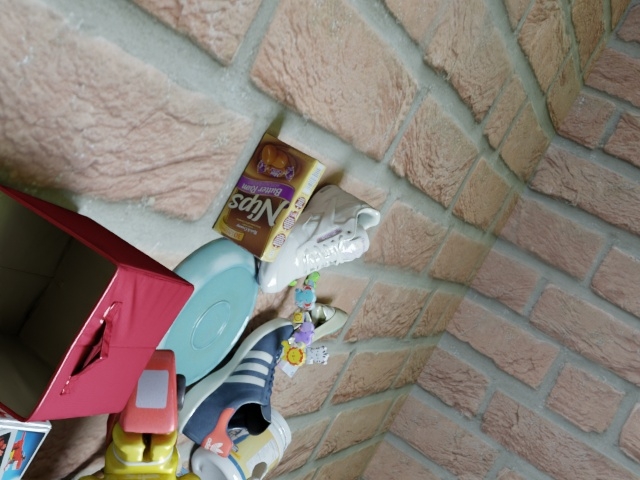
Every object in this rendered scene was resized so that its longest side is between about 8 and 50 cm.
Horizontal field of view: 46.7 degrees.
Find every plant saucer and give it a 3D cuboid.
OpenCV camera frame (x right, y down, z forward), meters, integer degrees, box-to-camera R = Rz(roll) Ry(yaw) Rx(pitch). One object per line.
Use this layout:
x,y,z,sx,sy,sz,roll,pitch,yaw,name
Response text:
-0.207,0.143,1.319,0.317,0.043,0.318,-44,153,-30,plant saucer

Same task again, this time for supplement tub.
-0.173,0.471,1.653,0.199,0.144,0.144,-35,147,-45,supplement tub

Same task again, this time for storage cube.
-0.290,0.074,0.829,0.184,0.215,0.193,-60,163,-1,storage cube

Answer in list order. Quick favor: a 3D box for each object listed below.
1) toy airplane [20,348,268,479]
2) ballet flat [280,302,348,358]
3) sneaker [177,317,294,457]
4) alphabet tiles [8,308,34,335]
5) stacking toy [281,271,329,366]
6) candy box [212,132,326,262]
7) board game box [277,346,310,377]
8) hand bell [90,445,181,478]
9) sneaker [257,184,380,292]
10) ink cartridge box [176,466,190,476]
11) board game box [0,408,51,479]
-0.272,0.401,1.078,0.386,0.384,0.272,-38,-163,-9,toy airplane
-0.019,0.192,1.726,0.248,0.086,0.086,-30,144,-48,ballet flat
-0.133,0.294,1.477,0.350,0.148,0.131,-42,164,-43,sneaker
-0.409,0.105,0.901,0.285,0.011,0.342,-51,156,-18,alphabet tiles
-0.031,0.157,1.569,0.167,0.052,0.221,33,54,-69,stacking toy
-0.084,-0.070,1.225,0.187,0.109,0.053,-62,157,4,candy box
-0.063,0.284,1.810,0.090,0.020,0.090,-54,157,-13,board game box
-0.372,0.398,1.253,0.242,0.126,0.126,-24,141,-34,hand bell
0.000,0.000,1.414,0.305,0.152,0.114,-45,148,-36,sneaker
-0.313,0.524,1.484,0.180,0.104,0.060,2,117,-64,ink cartridge box
-0.484,0.326,0.884,0.193,0.053,0.305,27,96,-51,board game box
